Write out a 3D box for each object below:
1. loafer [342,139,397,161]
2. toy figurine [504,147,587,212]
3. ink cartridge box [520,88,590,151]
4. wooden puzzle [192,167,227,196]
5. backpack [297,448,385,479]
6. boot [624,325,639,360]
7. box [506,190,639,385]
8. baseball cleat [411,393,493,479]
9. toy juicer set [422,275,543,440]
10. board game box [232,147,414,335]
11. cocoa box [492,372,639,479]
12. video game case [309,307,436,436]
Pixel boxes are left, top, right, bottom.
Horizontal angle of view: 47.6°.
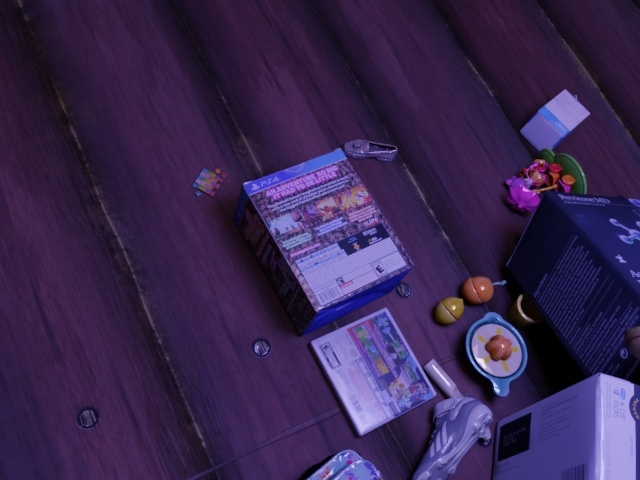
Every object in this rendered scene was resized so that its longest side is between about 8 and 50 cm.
[{"bbox_3d":[0.113,-0.209,1.640,0.125,0.039,0.045,7,63,-14],"label":"loafer"},{"bbox_3d":[0.498,-0.131,1.688,0.159,0.130,0.173,-19,48,-14],"label":"toy figurine"},{"bbox_3d":[0.585,-0.296,1.796,0.143,0.092,0.090,-37,79,-28],"label":"ink cartridge box"},{"bbox_3d":[-0.233,-0.121,1.511,0.049,0.006,0.083,28,59,-1],"label":"wooden puzzle"},{"bbox_3d":[0.046,0.496,1.185,0.225,0.191,0.254,-31,81,-28],"label":"backpack"},{"bbox_3d":[0.567,0.282,1.097,0.236,0.089,0.270,20,60,-8],"label":"boot"},{"bbox_3d":[0.611,0.103,1.425,0.293,0.212,0.395,3,36,-22],"label":"box"},{"bbox_3d":[0.230,0.378,1.369,0.206,0.072,0.109,-40,41,-13],"label":"baseball cleat"},{"bbox_3d":[0.319,0.203,1.464,0.209,0.089,0.329,32,60,1],"label":"toy juicer set"},{"bbox_3d":[0.000,0.000,1.441,0.232,0.141,0.291,-23,72,-25],"label":"board game box"},{"bbox_3d":[0.479,0.409,1.257,0.227,0.347,0.232,18,60,-8],"label":"cocoa box"},{"bbox_3d":[0.102,0.252,1.413,0.183,0.023,0.201,-21,71,-25],"label":"video game case"}]
